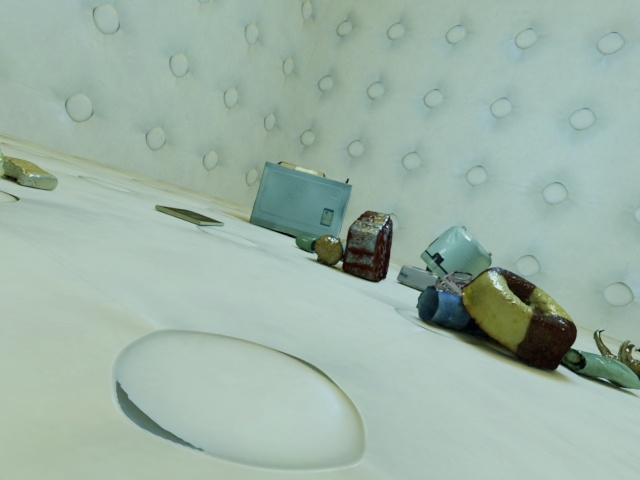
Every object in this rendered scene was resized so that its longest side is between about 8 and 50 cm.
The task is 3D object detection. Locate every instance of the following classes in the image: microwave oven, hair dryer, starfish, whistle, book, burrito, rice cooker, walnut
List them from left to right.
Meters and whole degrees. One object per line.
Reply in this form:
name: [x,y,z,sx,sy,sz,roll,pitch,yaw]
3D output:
book: [-0.324,-0.061,1.013,0.118,0.012,0.172,19,3,5]
microwave oven: [-0.070,-0.145,1.645,0.355,0.286,0.218,15,2,3]
hair dryer: [0.000,0.000,1.240,0.150,0.047,0.071,-10,23,-40]
walnut: [0.022,0.025,1.021,0.079,0.082,0.096,47,2,2]
rice cooker: [0.521,0.080,1.569,0.226,0.244,0.226,42,8,-8]
whistle: [0.310,0.147,0.717,0.304,0.062,0.062,18,3,-21]
burrito: [0.476,0.217,0.681,0.118,0.044,0.074,15,-1,4]
starfish: [0.697,0.262,0.902,0.146,0.074,0.190,21,4,22]

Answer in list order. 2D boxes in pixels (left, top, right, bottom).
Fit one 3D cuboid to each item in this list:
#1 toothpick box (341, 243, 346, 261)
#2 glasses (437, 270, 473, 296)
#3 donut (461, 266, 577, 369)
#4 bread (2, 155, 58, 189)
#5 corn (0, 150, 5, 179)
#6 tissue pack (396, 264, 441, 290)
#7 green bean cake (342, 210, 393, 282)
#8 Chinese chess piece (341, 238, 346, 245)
toothpick box: [0.067,0.038,1.277,0.083,0.052,0.052,21,4,28]
glasses: [0.509,0.185,1.346,0.255,0.095,0.162,18,-25,5]
donut: [0.320,0.116,0.642,0.184,0.073,0.166,39,31,16]
bread: [-0.501,-0.114,0.683,0.083,0.035,0.070,26,5,10]
corn: [-0.471,-0.118,0.475,0.248,0.081,0.081,20,3,23]
tissue pack: [0.304,0.117,1.226,0.108,0.060,0.148,21,2,22]
green bean cake: [0.131,0.033,1.071,0.097,0.198,0.232,11,16,16]
Chinese chess piece: [0.156,0.032,1.942,0.122,0.051,0.122,19,3,-1]
